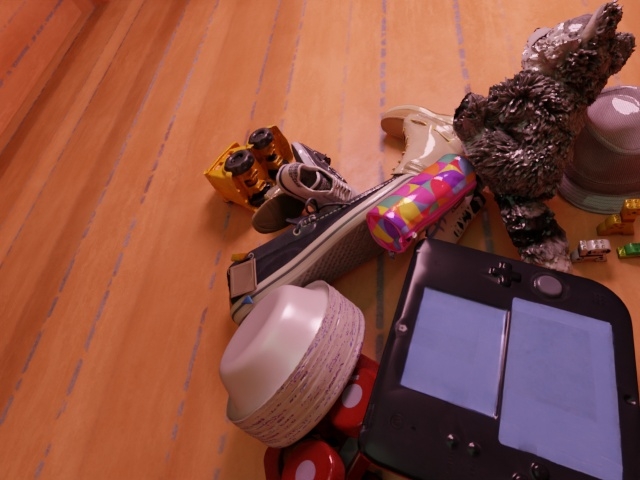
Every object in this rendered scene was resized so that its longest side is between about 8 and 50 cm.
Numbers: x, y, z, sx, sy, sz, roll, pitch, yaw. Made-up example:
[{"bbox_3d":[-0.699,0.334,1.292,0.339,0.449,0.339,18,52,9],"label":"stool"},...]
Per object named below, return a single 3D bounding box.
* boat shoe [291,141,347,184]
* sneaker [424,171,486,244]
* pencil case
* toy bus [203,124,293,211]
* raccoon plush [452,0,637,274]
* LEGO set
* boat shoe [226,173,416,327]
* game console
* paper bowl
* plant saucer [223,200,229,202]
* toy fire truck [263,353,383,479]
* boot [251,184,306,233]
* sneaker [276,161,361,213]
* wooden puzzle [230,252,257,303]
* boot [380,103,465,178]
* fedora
[{"bbox_3d":[-0.003,-0.195,1.088,0.076,0.080,0.228,-25,49,-13],"label":"boat shoe"},{"bbox_3d":[0.288,-0.060,0.861,0.086,0.085,0.237,2,56,50],"label":"sneaker"},{"bbox_3d":[0.193,-0.069,0.771,0.236,0.104,0.104,-39,51,-22],"label":"pencil case"},{"bbox_3d":[-0.213,-0.206,1.139,0.212,0.149,0.220,13,59,37],"label":"toy bus"},{"bbox_3d":[0.452,-0.174,0.737,0.299,0.216,0.446,-29,84,35],"label":"raccoon plush"},{"bbox_3d":[0.565,-0.022,0.716,0.227,0.093,0.086,-4,58,21],"label":"LEGO set"},{"bbox_3d":[0.000,0.000,0.894,0.500,0.187,0.156,-35,58,6],"label":"boat shoe"},{"bbox_3d":[0.268,0.182,0.600,0.342,0.060,0.386,19,54,10],"label":"game console"},{"bbox_3d":[-0.065,0.194,0.727,0.284,0.148,0.284,-46,13,14],"label":"paper bowl"},{"bbox_3d":[-0.252,-0.192,1.226,0.067,0.018,0.191,-16,54,14],"label":"plant saucer"},{"bbox_3d":[0.017,0.328,0.708,0.302,0.169,0.254,-53,31,-15],"label":"toy fire truck"},{"bbox_3d":[-0.103,-0.088,1.011,0.213,0.077,0.165,-43,20,-24],"label":"boot"},{"bbox_3d":[0.019,-0.109,0.931,0.095,0.235,0.090,-8,68,58],"label":"sneaker"},{"bbox_3d":[-0.156,0.076,0.839,0.079,0.014,0.116,-16,63,30],"label":"wooden puzzle"},{"bbox_3d":[0.212,-0.214,0.988,0.262,0.095,0.203,28,74,36],"label":"boot"},{"bbox_3d":[0.577,-0.198,0.804,0.244,0.124,0.275,-1,59,23],"label":"fedora"}]
